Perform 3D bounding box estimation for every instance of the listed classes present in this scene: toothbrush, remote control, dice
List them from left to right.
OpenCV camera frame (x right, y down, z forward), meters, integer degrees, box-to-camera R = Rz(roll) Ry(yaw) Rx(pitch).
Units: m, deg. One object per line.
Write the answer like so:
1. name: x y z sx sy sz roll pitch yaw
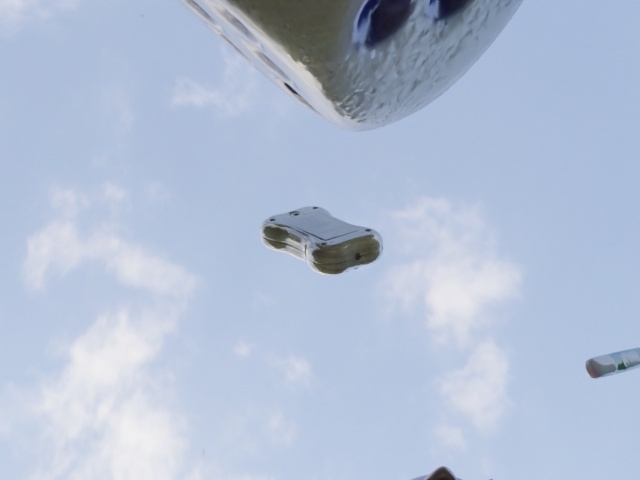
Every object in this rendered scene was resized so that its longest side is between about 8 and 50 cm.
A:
1. remote control: 0.000 0.000 1.023 0.074 0.122 0.032 -16 -67 -30
2. dice: 0.017 -0.300 1.013 0.304 0.277 0.304 41 -89 28
3. toothbrush: 0.294 0.097 0.963 0.257 0.024 0.018 -2 -111 -48

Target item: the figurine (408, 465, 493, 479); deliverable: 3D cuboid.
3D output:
1. figurine: 0.171 0.393 1.289 0.176 0.186 0.287 -29 -66 9
